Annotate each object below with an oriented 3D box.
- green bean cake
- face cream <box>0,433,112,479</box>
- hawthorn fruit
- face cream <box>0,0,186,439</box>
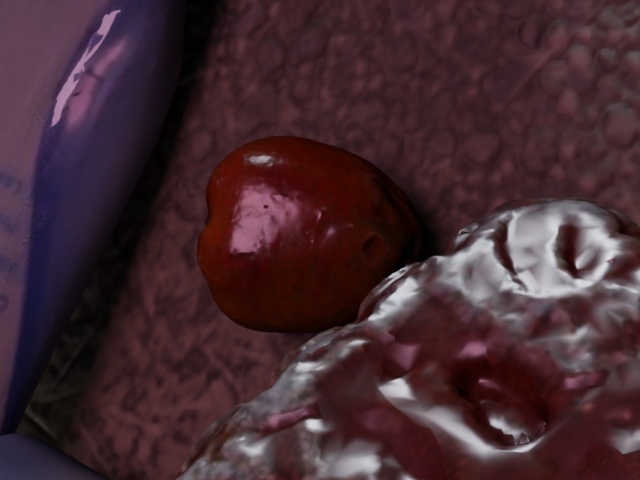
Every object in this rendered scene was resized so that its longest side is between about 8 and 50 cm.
[{"bbox_3d":[0.056,0.098,0.489,0.233,0.097,0.198,-36,46,-11],"label":"green bean cake"},{"bbox_3d":[-0.055,0.153,0.623,0.250,0.077,0.077,22,89,41],"label":"face cream"},{"bbox_3d":[0.000,0.000,0.642,0.093,0.081,0.081,7,78,11],"label":"hawthorn fruit"},{"bbox_3d":[-0.192,-0.053,0.722,0.420,0.235,0.137,-65,13,-11],"label":"face cream"}]
